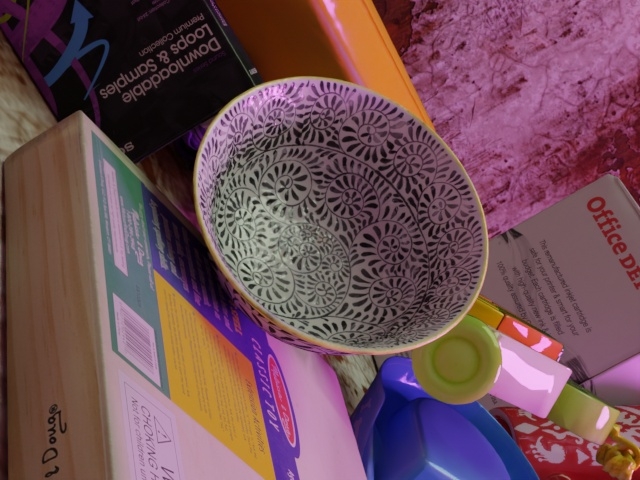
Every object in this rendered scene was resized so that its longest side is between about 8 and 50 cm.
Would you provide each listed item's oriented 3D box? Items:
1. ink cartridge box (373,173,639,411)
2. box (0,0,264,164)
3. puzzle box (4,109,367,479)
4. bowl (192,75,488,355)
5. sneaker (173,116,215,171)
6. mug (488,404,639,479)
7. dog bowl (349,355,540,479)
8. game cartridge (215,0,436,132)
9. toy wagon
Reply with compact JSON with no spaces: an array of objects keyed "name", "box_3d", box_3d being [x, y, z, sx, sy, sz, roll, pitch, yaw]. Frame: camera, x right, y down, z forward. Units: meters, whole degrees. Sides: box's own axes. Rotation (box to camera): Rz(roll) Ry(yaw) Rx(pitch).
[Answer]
[{"name":"ink cartridge box","box_3d":[0.207,0.100,1.049,0.121,0.289,0.211,50,16,-39]},{"name":"box","box_3d":[-0.122,-0.130,0.644,0.162,0.116,0.029,58,14,-8]},{"name":"puzzle box","box_3d":[-0.033,0.154,0.498,0.272,0.052,0.409,49,16,-41]},{"name":"bowl","box_3d":[0.000,0.000,0.618,0.170,0.080,0.170,12,58,-19]},{"name":"sneaker","box_3d":[-0.075,-0.077,0.856,0.170,0.071,0.068,77,3,-78]},{"name":"mug","box_3d":[0.227,0.183,0.901,0.150,0.169,0.113,140,-47,-72]},{"name":"dog bowl","box_3d":[0.086,0.201,0.745,0.166,0.074,0.297,35,21,-20]},{"name":"game cartridge","box_3d":[-0.077,-0.197,0.755,0.285,0.053,0.324,31,-15,34]},{"name":"toy wagon","box_3d":[0.082,0.058,0.798,0.344,0.068,0.267,29,3,6]}]
